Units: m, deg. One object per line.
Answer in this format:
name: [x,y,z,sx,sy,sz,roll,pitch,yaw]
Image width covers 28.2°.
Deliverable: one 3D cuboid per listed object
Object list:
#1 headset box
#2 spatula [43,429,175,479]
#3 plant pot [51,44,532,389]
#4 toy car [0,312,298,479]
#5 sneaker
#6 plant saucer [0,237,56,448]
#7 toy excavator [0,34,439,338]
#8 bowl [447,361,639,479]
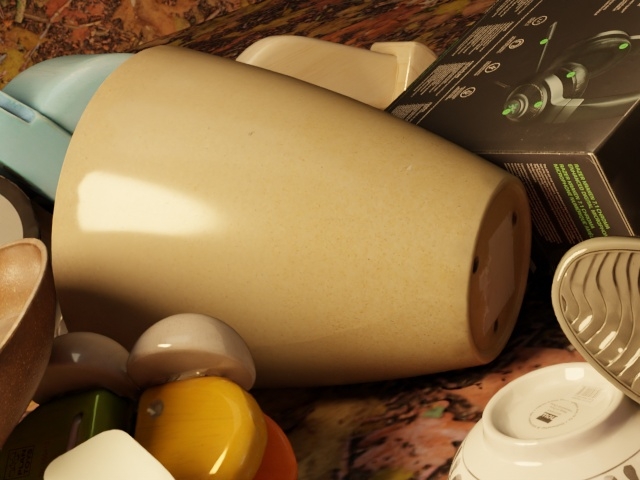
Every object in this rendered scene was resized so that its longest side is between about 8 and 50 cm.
headset box: [0.206,-0.093,0.980,0.246,0.131,0.283,-46,28,-26]
spatula: [-0.107,0.185,0.549,0.168,0.019,0.242,-30,37,-18]
plant pot: [0.000,0.000,0.902,0.274,0.256,0.256,9,31,25]
toy car: [-0.100,0.140,0.754,0.182,0.136,0.159,-11,57,21]
sneaker: [0.223,0.047,0.652,0.222,0.083,0.118,21,18,4]
plant saucer: [-0.261,0.122,0.730,0.310,0.050,0.310,-34,22,16]
toy excavator: [-0.124,-0.081,1.151,0.445,0.433,0.222,-58,29,-9]
bowl: [0.130,0.115,0.651,0.170,0.080,0.170,-19,20,7]
